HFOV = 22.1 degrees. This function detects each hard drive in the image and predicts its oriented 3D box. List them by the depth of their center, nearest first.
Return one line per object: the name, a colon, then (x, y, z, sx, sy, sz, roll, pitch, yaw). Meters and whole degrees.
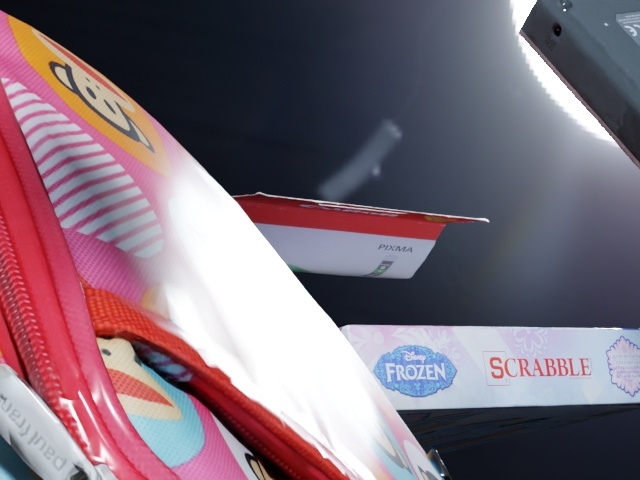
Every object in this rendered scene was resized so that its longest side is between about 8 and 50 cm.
hard drive: (0.142, -0.038, 0.554, 0.094, 0.135, 0.022, -12, 143, -37)

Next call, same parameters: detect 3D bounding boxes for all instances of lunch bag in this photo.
lunch bag: (-0.033, 0.091, 0.460, 0.293, 0.120, 0.258, 46, 9, -43)

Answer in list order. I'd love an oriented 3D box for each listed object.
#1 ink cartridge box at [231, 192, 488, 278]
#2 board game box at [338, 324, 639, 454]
ink cartridge box: (0.000, 0.000, 1.244, 0.225, 0.181, 0.056, -175, -89, -70)
board game box: (0.052, 0.132, 1.328, 0.319, 0.318, 0.066, -23, -110, 49)
